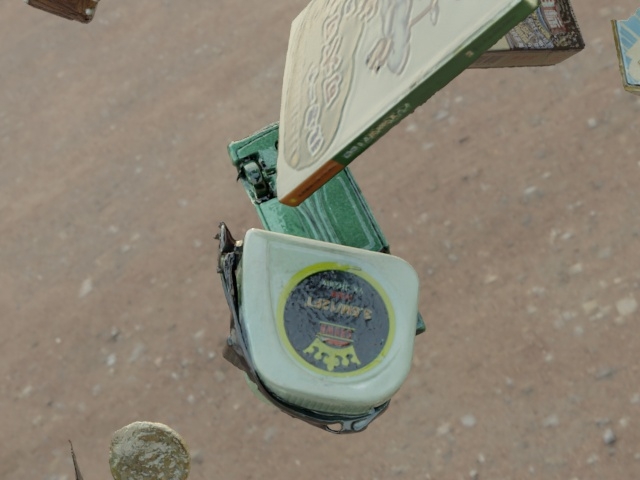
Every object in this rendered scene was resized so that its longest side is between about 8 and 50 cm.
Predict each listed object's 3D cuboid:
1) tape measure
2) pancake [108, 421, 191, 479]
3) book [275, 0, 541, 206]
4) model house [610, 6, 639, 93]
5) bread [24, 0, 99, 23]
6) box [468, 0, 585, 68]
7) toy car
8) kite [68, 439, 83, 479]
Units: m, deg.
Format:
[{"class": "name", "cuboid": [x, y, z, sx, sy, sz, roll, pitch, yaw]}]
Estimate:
[{"class": "tape measure", "cuboid": [-0.019, 0.102, 1.252, 0.235, 0.115, 0.207, 11, 68, -7]}, {"class": "pancake", "cuboid": [-0.271, 0.349, 1.793, 0.139, 0.139, 0.022, -23, 13, 14]}, {"class": "book", "cuboid": [0.074, -0.221, 1.123, 0.371, 0.043, 0.260, -38, 38, 44]}, {"class": "model house", "cuboid": [0.446, -0.256, 1.361, 0.206, 0.271, 0.178, -48, -14, 22]}, {"class": "bread", "cuboid": [-0.232, -0.288, 1.079, 0.160, 0.073, 0.160, -165, 90, -78]}, {"class": "box", "cuboid": [0.296, -0.397, 1.930, 0.310, 0.198, 0.084, -9, -12, -36]}, {"class": "toy car", "cuboid": [0.000, 0.000, 1.414, 0.141, 0.320, 0.097, -24, -12, -8]}, {"class": "kite", "cuboid": [-0.364, 0.456, 1.764, 0.015, 0.152, 0.285, -14, 48, -11]}]
